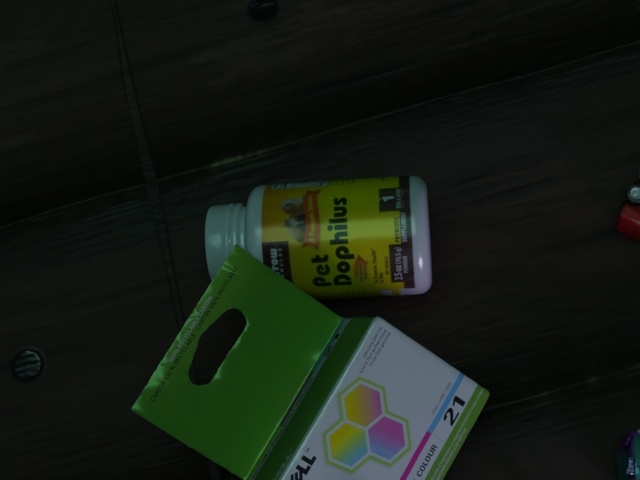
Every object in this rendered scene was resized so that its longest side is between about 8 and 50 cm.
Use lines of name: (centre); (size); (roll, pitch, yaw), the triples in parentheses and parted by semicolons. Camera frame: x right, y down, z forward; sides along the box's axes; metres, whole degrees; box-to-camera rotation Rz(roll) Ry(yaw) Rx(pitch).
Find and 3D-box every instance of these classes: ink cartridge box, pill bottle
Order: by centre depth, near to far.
ink cartridge box: (-0.009, 0.146, 0.977); (0.255, 0.097, 0.189); (35, 76, -13)
pill bottle: (0.000, 0.000, 1.072); (0.214, 0.117, 0.117); (-4, 70, 6)

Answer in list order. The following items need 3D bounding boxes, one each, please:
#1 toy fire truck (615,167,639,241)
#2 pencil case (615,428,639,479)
toy fire truck: (0.367, -0.025, 1.069); (0.135, 0.047, 0.192); (29, 76, 16)
pencil case: (0.347, 0.207, 0.981); (0.151, 0.064, 0.070); (0, 87, 7)
